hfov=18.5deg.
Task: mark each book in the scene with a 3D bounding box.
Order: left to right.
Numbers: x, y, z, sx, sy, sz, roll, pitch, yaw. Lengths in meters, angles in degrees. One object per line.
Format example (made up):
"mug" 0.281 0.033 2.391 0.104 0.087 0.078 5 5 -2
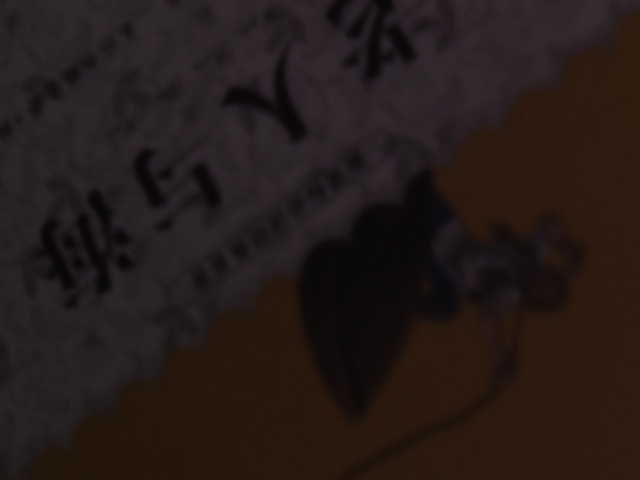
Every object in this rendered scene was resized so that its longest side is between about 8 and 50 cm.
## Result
"book" 0.000 0.000 0.550 0.389 0.269 0.032 58 19 17
